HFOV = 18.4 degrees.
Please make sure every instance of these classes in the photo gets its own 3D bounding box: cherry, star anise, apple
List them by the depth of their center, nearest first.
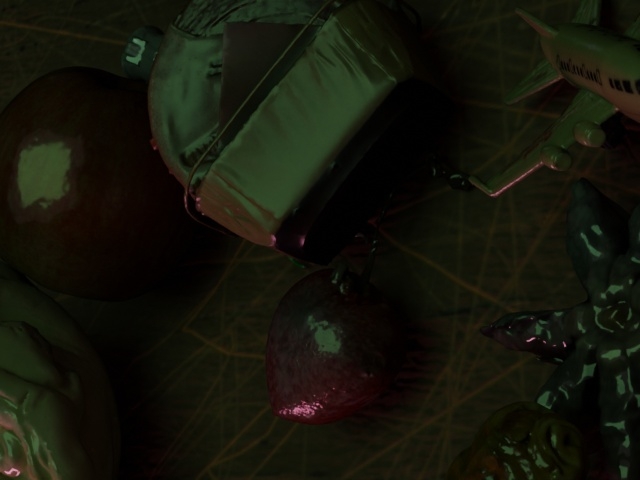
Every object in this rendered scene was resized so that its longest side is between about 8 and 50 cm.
[{"bbox_3d":[0.200,0.052,1.242,0.236,0.093,0.229,-47,48,30],"label":"star anise"},{"bbox_3d":[0.038,0.040,1.425,0.225,0.090,0.107,-53,37,7],"label":"cherry"},{"bbox_3d":[-0.184,-0.048,1.604,0.188,0.188,0.174,29,104,47],"label":"apple"}]

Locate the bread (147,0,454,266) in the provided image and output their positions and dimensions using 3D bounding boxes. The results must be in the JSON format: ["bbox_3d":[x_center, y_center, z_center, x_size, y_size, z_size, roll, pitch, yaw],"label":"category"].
[{"bbox_3d":[-0.027,-0.107,1.477,0.224,0.142,0.212,-50,59,10],"label":"bread"}]

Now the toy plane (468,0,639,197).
[{"bbox_3d":[0.194,-0.109,1.284,0.229,0.092,0.244,-53,25,4],"label":"toy plane"}]

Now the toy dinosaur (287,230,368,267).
[{"bbox_3d":[0.000,0.000,1.519,0.062,0.021,0.083,-57,39,15],"label":"toy dinosaur"}]

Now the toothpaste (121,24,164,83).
[{"bbox_3d":[-0.070,-0.122,1.614,0.234,0.057,0.089,25,97,40],"label":"toothpaste"}]

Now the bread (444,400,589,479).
[{"bbox_3d":[0.067,0.240,1.279,0.367,0.077,0.084,-61,1,35],"label":"bread"}]

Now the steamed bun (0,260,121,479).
[{"bbox_3d":[-0.329,0.150,1.655,0.394,0.237,0.346,6,107,19],"label":"steamed bun"}]
